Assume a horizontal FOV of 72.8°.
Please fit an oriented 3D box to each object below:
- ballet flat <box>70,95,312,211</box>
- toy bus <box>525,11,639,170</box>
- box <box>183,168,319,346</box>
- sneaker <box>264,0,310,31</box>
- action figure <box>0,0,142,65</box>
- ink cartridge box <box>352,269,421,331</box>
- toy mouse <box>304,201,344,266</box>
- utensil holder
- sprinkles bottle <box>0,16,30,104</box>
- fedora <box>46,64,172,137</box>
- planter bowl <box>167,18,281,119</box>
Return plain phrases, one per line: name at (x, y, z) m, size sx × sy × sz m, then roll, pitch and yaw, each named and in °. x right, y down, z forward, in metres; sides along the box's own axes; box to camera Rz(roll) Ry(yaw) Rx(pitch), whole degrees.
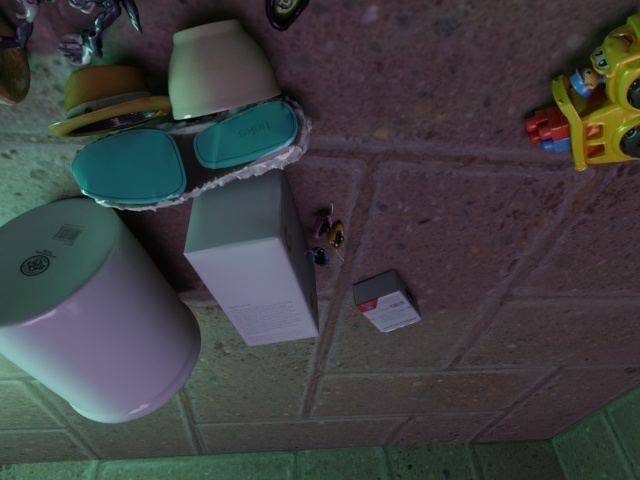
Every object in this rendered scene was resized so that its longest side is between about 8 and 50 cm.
ballet flat at (-0.207, -0.136, 0.751) m, size 0.408 × 0.147 × 0.147 m, roll -10°, pitch 139°, yaw 6°
toy bus at (0.455, -0.228, 0.724) m, size 0.211 × 0.150 × 0.220 m, roll -9°, pitch 140°, yaw 29°
box at (-0.119, 0.037, 0.891) m, size 0.168 × 0.215 × 0.345 m, roll -10°, pitch 139°, yaw 5°
sneaker at (-0.018, -0.353, 0.552) m, size 0.067 × 0.078 × 0.188 m, roll 16°, pitch 134°, yaw -24°
action figure at (-0.337, -0.303, 0.530) m, size 0.275 × 0.141 × 0.164 m, roll -33°, pitch 115°, yaw -24°
ink cartridge box at (0.184, 0.171, 1.194) m, size 0.127 × 0.072 × 0.175 m, roll -23°, pitch 137°, yaw 19°
toy mouse at (0.000, 0.000, 0.948) m, size 0.031 × 0.143 × 0.161 m, roll 19°, pitch 123°, yaw 33°
utensil holder at (-0.475, 0.153, 0.907) m, size 0.327 × 0.328 × 0.386 m, roll -9°, pitch 138°, yaw 4°
sprinkles bottle at (-0.605, -0.239, 0.585) m, size 0.355 × 0.121 × 0.121 m, roll -3°, pitch 140°, yaw -3°
fedora at (-0.319, -0.214, 0.654) m, size 0.194 × 0.194 × 0.079 m, roll -13°, pitch 102°, yaw 9°
planter bowl at (-0.146, -0.247, 0.620) m, size 0.161 × 0.162 × 0.109 m, roll -10°, pitch 113°, yaw 5°
